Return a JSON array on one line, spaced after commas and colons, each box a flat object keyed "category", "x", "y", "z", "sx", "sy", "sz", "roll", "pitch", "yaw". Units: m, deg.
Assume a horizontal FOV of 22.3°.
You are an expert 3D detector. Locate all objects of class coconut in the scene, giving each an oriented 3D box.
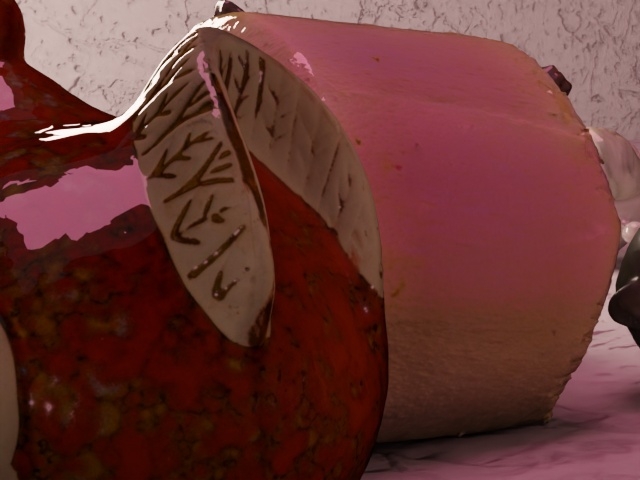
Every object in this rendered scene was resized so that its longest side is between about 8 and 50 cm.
[{"category": "coconut", "x": 0.000, "y": 0.000, "z": 0.831, "sx": 0.245, "sy": 0.233, "sz": 0.233, "roll": 2, "pitch": 3, "yaw": -25}]

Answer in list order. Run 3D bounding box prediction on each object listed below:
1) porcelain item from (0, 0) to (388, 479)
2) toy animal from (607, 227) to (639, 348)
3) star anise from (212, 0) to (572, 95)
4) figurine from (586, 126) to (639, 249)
[{"category": "porcelain item", "x": -0.100, "y": 0.017, "z": 0.602, "sx": 0.253, "sy": 0.253, "sz": 0.253, "roll": -4, "pitch": 6, "yaw": 0}, {"category": "toy animal", "x": 0.252, "y": 0.019, "z": 0.927, "sx": 0.127, "sy": 0.125, "sz": 0.251, "roll": 29, "pitch": 11, "yaw": 18}, {"category": "star anise", "x": 0.001, "y": -0.035, "z": 1.039, "sx": 0.349, "sy": 0.109, "sz": 0.292, "roll": 7, "pitch": -31, "yaw": -24}, {"category": "figurine", "x": 0.198, "y": -0.039, "z": 1.459, "sx": 0.182, "sy": 0.145, "sz": 0.256, "roll": 16, "pitch": -4, "yaw": -21}]
